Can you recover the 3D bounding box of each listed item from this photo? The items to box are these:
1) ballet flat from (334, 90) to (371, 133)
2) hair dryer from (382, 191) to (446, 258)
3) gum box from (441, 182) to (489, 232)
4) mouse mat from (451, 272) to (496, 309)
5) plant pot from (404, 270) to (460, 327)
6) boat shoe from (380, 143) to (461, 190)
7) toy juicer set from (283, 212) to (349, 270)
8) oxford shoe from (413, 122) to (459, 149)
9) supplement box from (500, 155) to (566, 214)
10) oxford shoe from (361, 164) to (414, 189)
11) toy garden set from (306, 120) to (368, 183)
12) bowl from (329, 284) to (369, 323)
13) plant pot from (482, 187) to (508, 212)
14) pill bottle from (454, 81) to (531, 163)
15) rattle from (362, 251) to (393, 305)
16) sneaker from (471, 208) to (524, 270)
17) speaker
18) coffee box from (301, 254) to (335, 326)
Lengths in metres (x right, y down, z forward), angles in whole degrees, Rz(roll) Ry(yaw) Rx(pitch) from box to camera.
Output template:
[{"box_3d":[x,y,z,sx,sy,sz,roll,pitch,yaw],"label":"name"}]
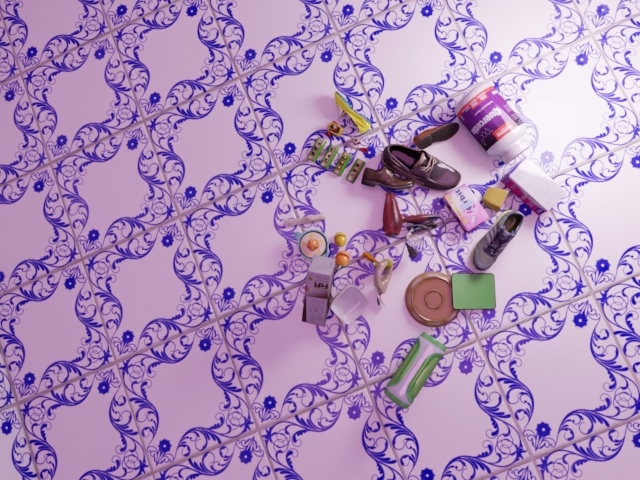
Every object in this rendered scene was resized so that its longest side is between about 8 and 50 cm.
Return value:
[{"box_3d":[0.125,-0.563,2.002,0.231,0.077,0.077,45,106,7],"label":"ballet flat"},{"box_3d":[0.371,-0.086,1.931,0.223,0.080,0.293,-41,87,-15],"label":"hair dryer"},{"box_3d":[0.608,-0.141,1.903,0.107,0.062,0.188,-32,81,1],"label":"gum box"},{"box_3d":[0.636,0.211,1.871,0.189,0.007,0.153,0,83,-4],"label":"mouse mat"},{"box_3d":[0.474,0.246,1.888,0.236,0.032,0.237,-1,83,5],"label":"plant pot"},{"box_3d":[0.424,-0.310,1.908,0.355,0.130,0.133,20,86,8],"label":"boat shoe"},{"box_3d":[0.000,0.000,1.937,0.209,0.089,0.329,-31,81,2],"label":"toy juicer set"},{"box_3d":[0.500,-0.469,1.954,0.212,0.076,0.076,-21,42,-7],"label":"oxford shoe"},{"box_3d":[0.875,-0.224,1.860,0.220,0.111,0.114,44,90,9],"label":"supplement box"},{"box_3d":[0.292,-0.271,1.929,0.227,0.083,0.096,9,109,5],"label":"oxford shoe"},{"box_3d":[0.090,-0.401,1.995,0.244,0.049,0.204,30,87,8],"label":"toy garden set"},{"box_3d":[0.116,0.261,1.891,0.142,0.053,0.142,-44,114,-2],"label":"bowl"},{"box_3d":[0.728,-0.178,1.889,0.083,0.081,0.082,27,87,19],"label":"plant pot"},{"box_3d":[0.721,-0.481,1.871,0.181,0.181,0.323,-36,81,1],"label":"pill bottle"},{"box_3d":[0.224,0.167,1.907,0.142,0.130,0.200,12,111,18],"label":"rattle"},{"box_3d":[0.725,-0.008,1.845,0.111,0.121,0.300,33,88,9],"label":"sneaker"},{"box_3d":[0.382,0.522,1.817,0.131,0.131,0.297,34,88,9],"label":"speaker"},{"box_3d":[-0.007,0.204,1.833,0.098,0.141,0.247,10,116,7],"label":"coffee box"}]
